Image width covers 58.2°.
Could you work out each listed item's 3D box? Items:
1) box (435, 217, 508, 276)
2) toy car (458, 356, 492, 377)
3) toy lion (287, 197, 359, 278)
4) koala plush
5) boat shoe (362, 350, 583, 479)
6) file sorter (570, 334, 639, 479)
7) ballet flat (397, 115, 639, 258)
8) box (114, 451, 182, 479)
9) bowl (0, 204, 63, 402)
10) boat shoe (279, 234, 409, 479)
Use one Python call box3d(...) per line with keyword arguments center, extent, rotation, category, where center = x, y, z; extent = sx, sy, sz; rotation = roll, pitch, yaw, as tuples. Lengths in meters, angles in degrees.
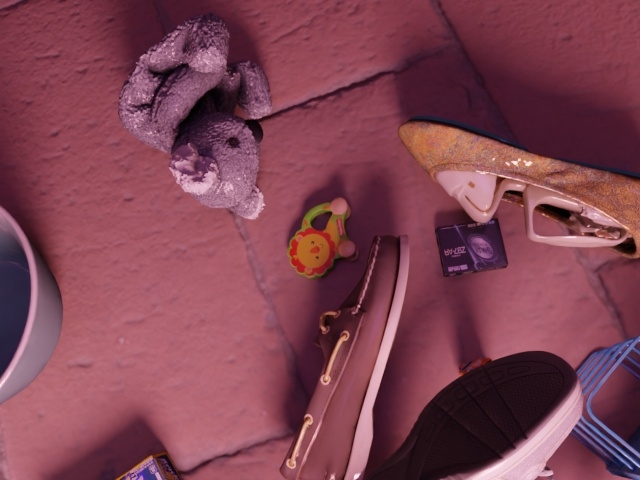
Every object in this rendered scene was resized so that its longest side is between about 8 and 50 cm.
box3d(center=(0.199, 0.010, 0.763), extent=(0.084, 0.018, 0.067), rotation=(-8, 73, 4), category="box")
box3d(center=(0.164, 0.192, 0.699), extent=(0.122, 0.060, 0.041), rotation=(-46, 42, -14), category="toy car")
box3d(center=(0.000, 0.000, 0.787), extent=(0.096, 0.034, 0.100), rotation=(-13, 73, 11), category="toy lion")
box3d(center=(-0.153, -0.135, 0.770), extent=(0.204, 0.196, 0.221), rotation=(-28, 73, 11), category="koala plush")
box3d(center=(0.147, 0.246, 0.598), extent=(0.103, 0.118, 0.320), rotation=(40, 95, -26), category="boat shoe")
box3d(center=(0.336, 0.178, 0.621), extent=(0.104, 0.170, 0.118), rotation=(40, 82, 18), category="file sorter")
box3d(center=(0.255, -0.063, 0.730), extent=(0.349, 0.123, 0.123), rotation=(18, 77, 9), category="ballet flat")
box3d(center=(-0.254, 0.334, 0.707), extent=(0.169, 0.054, 0.059), rotation=(-34, 74, -3), category="box")
box3d(center=(-0.468, 0.100, 0.744), extent=(0.312, 0.163, 0.311), rotation=(-2, 75, 7), category="bowl")
box3d(center=(0.036, 0.140, 0.699), extent=(0.097, 0.116, 0.324), rotation=(13, 82, 7), category="boat shoe")
